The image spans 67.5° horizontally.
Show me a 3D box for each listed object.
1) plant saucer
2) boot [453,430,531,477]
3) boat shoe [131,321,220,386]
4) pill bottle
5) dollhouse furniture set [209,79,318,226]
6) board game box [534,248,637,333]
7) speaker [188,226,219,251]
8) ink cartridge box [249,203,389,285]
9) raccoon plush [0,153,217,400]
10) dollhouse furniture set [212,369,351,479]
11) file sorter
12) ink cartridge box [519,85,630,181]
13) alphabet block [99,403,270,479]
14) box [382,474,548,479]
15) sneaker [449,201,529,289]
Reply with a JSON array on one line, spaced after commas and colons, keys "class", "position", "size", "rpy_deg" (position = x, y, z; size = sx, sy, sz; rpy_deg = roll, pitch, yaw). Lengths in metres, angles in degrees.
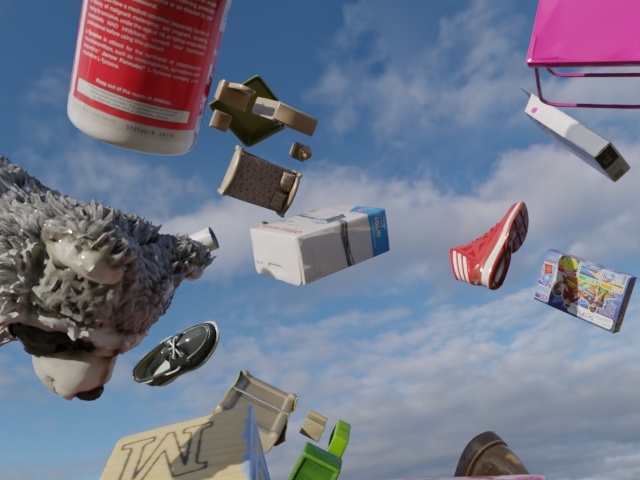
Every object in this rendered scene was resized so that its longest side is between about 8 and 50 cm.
[{"class": "plant saucer", "position": [-0.200, -0.388, 1.422], "size": [0.188, 0.045, 0.188], "rpy_deg": [-22, -45, 24]}, {"class": "boot", "position": [0.260, 0.465, 0.755], "size": [0.112, 0.115, 0.306], "rpy_deg": [-3, -69, -26]}, {"class": "boat shoe", "position": [-0.403, 0.319, 1.325], "size": [0.302, 0.114, 0.091], "rpy_deg": [-41, -37, 19]}, {"class": "pill bottle", "position": [-0.282, -0.373, 0.819], "size": [0.228, 0.229, 0.408], "rpy_deg": [11, -66, -24]}, {"class": "dollhouse furniture set", "position": [-0.169, -0.184, 1.241], "size": [0.303, 0.174, 0.356], "rpy_deg": [18, -81, -32]}, {"class": "board game box", "position": [0.619, 0.115, 1.136], "size": [0.035, 0.201, 0.136], "rpy_deg": [-2, -71, -33]}, {"class": "speaker", "position": [-0.301, 0.019, 1.083], "size": [0.136, 0.055, 0.055], "rpy_deg": [-23, -34, -1]}, {"class": "ink cartridge box", "position": [0.000, 0.000, 0.803], "size": [0.190, 0.082, 0.139], "rpy_deg": [-18, 18, -37]}, {"class": "raccoon plush", "position": [-0.303, -0.064, 0.417], "size": [0.299, 0.216, 0.447], "rpy_deg": [-22, -81, 16]}, {"class": "dollhouse furniture set", "position": [-0.103, 0.454, 1.080], "size": [0.301, 0.197, 0.151], "rpy_deg": [25, -78, 5]}, {"class": "file sorter", "position": [0.492, -0.390, 0.810], "size": [0.202, 0.291, 0.182], "rpy_deg": [11, -7, 30]}, {"class": "ink cartridge box", "position": [0.733, -0.324, 1.427], "size": [0.175, 0.371, 0.069], "rpy_deg": [22, -62, -39]}, {"class": "alphabet block", "position": [-0.166, 0.363, 0.626], "size": [0.197, 0.193, 0.193], "rpy_deg": [-12, 8, -6]}, {"class": "box", "position": [0.019, 0.265, 0.367], "size": [0.299, 0.142, 0.154], "rpy_deg": [-26, -35, 37]}, {"class": "sneaker", "position": [0.348, -0.001, 1.016], "size": [0.128, 0.221, 0.087], "rpy_deg": [9, -39, 44]}]
